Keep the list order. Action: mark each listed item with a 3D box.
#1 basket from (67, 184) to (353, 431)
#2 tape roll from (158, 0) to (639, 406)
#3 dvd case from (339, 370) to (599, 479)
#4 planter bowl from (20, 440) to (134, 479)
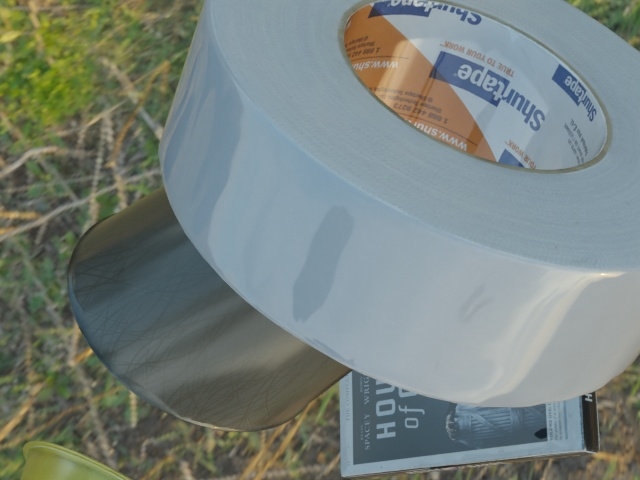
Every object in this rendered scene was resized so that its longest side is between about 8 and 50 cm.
[{"bbox_3d":[0.000,0.000,0.803,0.227,0.204,0.154,-33,54,36],"label":"basket"},{"bbox_3d":[0.049,-0.037,0.547,0.219,0.219,0.072,27,125,5],"label":"tape roll"},{"bbox_3d":[0.109,0.090,1.078,0.238,0.029,0.179,-15,69,41],"label":"dvd case"},{"bbox_3d":[-0.128,0.229,0.875,0.217,0.090,0.217,27,153,15],"label":"planter bowl"}]
